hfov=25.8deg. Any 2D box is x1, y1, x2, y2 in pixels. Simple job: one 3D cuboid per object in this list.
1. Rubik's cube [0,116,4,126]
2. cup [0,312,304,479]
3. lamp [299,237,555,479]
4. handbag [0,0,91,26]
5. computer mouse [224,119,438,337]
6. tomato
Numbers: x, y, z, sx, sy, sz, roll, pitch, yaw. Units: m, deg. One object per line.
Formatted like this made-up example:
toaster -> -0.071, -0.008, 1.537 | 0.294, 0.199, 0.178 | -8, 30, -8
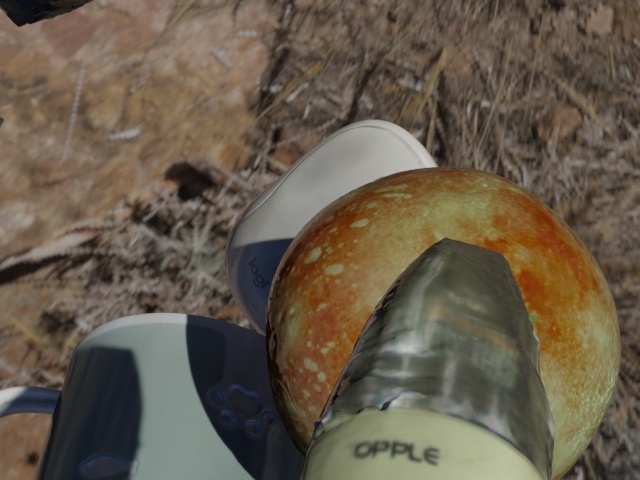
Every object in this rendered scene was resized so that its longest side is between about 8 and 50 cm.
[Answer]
Rubik's cube -> -0.389, -0.125, 1.518 | 0.075, 0.073, 0.084 | -38, 97, 12
cup -> -0.186, 0.244, 1.260 | 0.357, 0.274, 0.259 | 6, 140, 6
lamp -> 0.040, 0.088, 0.531 | 0.101, 0.250, 0.101 | 8, 136, 7
handbag -> -0.251, -0.293, 1.102 | 0.270, 0.175, 0.089 | 40, 145, -20
computer mouse -> 0.000, 0.000, 1.472 | 0.297, 0.121, 0.184 | -34, 74, 39
tomato -> 0.097, 0.072, 1.034 | 0.270, 0.222, 0.270 | 4, 75, -16
